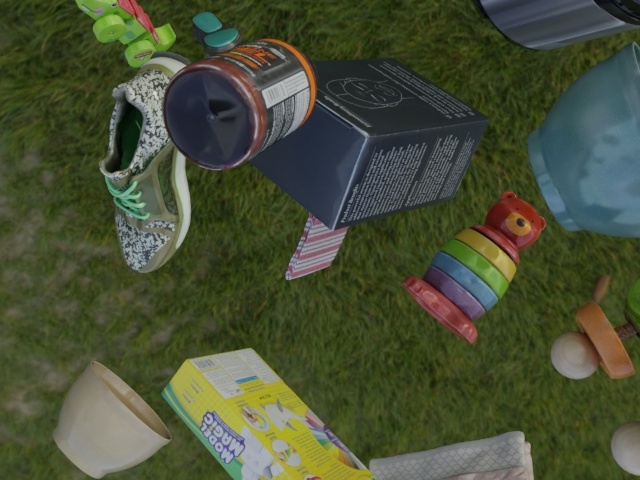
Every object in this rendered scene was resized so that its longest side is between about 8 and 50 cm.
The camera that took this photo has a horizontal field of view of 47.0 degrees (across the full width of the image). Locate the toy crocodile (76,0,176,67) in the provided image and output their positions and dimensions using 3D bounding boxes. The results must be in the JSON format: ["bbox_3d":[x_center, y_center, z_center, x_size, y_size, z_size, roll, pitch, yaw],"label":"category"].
[{"bbox_3d":[-0.412,-0.464,1.547,0.105,0.340,0.115,-30,75,9],"label":"toy crocodile"}]

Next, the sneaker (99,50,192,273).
[{"bbox_3d":[-0.324,-0.116,1.266,0.158,0.182,0.410,22,118,21],"label":"sneaker"}]

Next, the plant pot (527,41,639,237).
[{"bbox_3d":[0.442,-0.125,1.128,0.196,0.293,0.293,-24,122,30],"label":"plant pot"}]

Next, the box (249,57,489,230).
[{"bbox_3d":[0.092,-0.213,1.504,0.396,0.293,0.211,-14,135,-43],"label":"box"}]

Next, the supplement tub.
[{"bbox_3d":[-0.069,-0.147,0.752,0.106,0.198,0.106,8,115,18],"label":"supplement tub"}]

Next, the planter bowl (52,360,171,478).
[{"bbox_3d":[-0.307,0.267,1.048,0.109,0.162,0.162,-46,118,-11],"label":"planter bowl"}]

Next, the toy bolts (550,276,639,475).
[{"bbox_3d":[0.402,0.193,0.892,0.159,0.228,0.218,-31,117,9],"label":"toy bolts"}]

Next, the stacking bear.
[{"bbox_3d":[0.319,0.037,1.449,0.175,0.164,0.289,41,87,8],"label":"stacking bear"}]

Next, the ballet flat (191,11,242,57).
[{"bbox_3d":[-0.179,-0.351,1.314,0.074,0.203,0.074,-12,123,-18],"label":"ballet flat"}]

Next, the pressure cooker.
[{"bbox_3d":[0.514,-0.549,1.317,0.375,0.420,0.369,45,74,-22],"label":"pressure cooker"}]

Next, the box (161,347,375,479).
[{"bbox_3d":[-0.032,0.164,0.584,0.179,0.105,0.043,41,105,21],"label":"box"}]

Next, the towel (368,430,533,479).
[{"bbox_3d":[0.211,0.473,1.298,0.332,0.317,0.053,-17,109,21],"label":"towel"}]

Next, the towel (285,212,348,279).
[{"bbox_3d":[0.000,0.000,1.700,0.144,0.029,0.197,-15,140,-44],"label":"towel"}]
